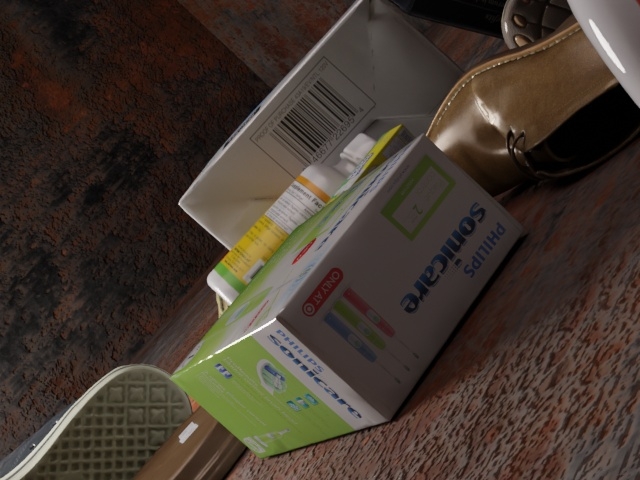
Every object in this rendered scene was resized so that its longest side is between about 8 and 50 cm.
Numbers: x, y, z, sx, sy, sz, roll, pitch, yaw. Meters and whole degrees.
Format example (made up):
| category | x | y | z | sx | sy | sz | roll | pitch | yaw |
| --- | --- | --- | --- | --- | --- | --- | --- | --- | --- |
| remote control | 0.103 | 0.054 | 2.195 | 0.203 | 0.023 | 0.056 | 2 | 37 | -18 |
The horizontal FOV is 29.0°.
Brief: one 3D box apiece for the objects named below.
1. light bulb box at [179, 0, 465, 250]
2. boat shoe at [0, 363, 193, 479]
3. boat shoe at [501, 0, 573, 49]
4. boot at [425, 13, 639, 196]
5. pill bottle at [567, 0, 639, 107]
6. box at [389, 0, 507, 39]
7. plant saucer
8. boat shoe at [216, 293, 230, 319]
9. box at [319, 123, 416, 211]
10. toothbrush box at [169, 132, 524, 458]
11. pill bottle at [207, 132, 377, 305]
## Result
| category | x | y | z | sx | sy | sz | roll | pitch | yaw |
| --- | --- | --- | --- | --- | --- | --- | --- | --- | --- |
| light bulb box | 0.026 | -0.132 | 1.650 | 0.358 | 0.225 | 0.361 | -47 | 7 | 8 |
| boat shoe | -0.357 | 0.349 | 1.495 | 0.500 | 0.187 | 0.156 | -44 | 0 | -19 |
| boat shoe | 0.332 | -0.350 | 1.393 | 0.355 | 0.132 | 0.130 | -45 | 7 | 10 |
| boot | 0.174 | -0.094 | 1.035 | 0.305 | 0.112 | 0.115 | -36 | 23 | 49 |
| pill bottle | 0.265 | -0.167 | 0.499 | 0.323 | 0.181 | 0.181 | -43 | 8 | 30 |
| box | 0.218 | -0.488 | 1.619 | 0.293 | 0.212 | 0.395 | -124 | 48 | -62 |
| plant saucer | -0.156 | 0.253 | 1.346 | 0.278 | 0.041 | 0.278 | -47 | 6 | 6 |
| boat shoe | -0.118 | 0.087 | 1.797 | 0.089 | 0.104 | 0.285 | -45 | 7 | -2 |
| box | 0.062 | -0.022 | 1.278 | 0.179 | 0.105 | 0.043 | -51 | 14 | -29 |
| toothbrush box | 0.013 | 0.059 | 1.054 | 0.206 | 0.122 | 0.283 | -51 | 9 | -26 |
| pill bottle | 0.000 | 0.000 | 1.412 | 0.245 | 0.136 | 0.136 | -47 | 6 | -3 |
